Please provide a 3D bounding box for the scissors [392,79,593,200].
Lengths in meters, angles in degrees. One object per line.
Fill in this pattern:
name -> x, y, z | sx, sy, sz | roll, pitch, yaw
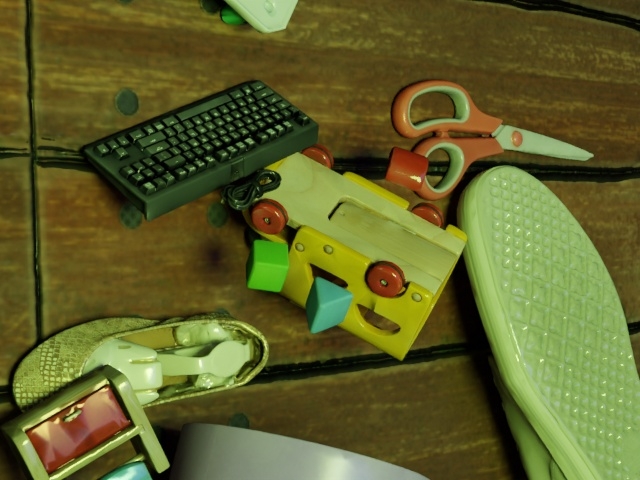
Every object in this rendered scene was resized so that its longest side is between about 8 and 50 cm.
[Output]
scissors -> 0.175, -0.109, 1.289 | 0.297, 0.021, 0.109 | -14, 97, -43

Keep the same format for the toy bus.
toy bus -> 0.008, 0.008, 1.047 | 0.191, 0.104, 0.202 | -2, 45, -25

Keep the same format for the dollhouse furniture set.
dollhouse furniture set -> -0.183, 0.141, 0.818 | 0.183, 0.129, 0.129 | -30, 110, -22

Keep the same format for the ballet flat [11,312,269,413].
ballet flat -> -0.119, 0.087, 0.959 | 0.206, 0.067, 0.073 | -13, 99, -44

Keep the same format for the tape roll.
tape roll -> -0.018, 0.193, 0.970 | 0.189, 0.189, 0.080 | 26, 71, -41

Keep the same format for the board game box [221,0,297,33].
board game box -> -0.102, -0.418, 1.005 | 0.390, 0.050, 0.390 | 39, 63, -37

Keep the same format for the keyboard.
keyboard -> -0.075, -0.066, 0.992 | 0.180, 0.108, 0.023 | -29, 153, -41

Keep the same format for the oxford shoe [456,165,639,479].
oxford shoe -> 0.225, 0.147, 1.264 | 0.169, 0.130, 0.449 | -31, 99, -36
